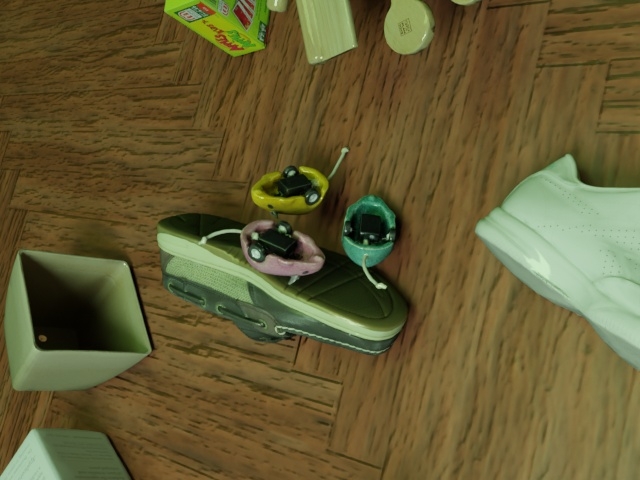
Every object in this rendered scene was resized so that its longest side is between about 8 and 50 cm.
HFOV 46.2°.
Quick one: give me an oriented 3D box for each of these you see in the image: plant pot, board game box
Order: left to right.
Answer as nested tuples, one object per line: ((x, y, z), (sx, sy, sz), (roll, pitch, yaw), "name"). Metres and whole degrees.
((-0.239, 0.085, 0.699), (0.096, 0.109, 0.109), (-47, 51, 31), "plant pot")
((-0.086, -0.278, 0.706), (0.043, 0.092, 0.181), (-4, 72, 37), "board game box")

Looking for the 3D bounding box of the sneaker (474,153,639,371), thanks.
((0.185, 0.018, 0.411), (0.094, 0.080, 0.212), (-46, 50, 1), "sneaker")

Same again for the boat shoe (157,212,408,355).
((-0.036, 0.041, 0.576), (0.224, 0.080, 0.073), (21, 118, 28), "boat shoe")

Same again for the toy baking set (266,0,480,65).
((0.042, -0.239, 0.494), (0.197, 0.030, 0.256), (22, 113, 37), "toy baking set")

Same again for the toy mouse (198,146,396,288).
((0.000, 0.000, 0.538), (0.143, 0.161, 0.031), (43, 140, 34), "toy mouse")

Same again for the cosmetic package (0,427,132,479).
((-0.189, 0.272, 0.606), (0.231, 0.086, 0.117), (44, 103, 37), "cosmetic package")
